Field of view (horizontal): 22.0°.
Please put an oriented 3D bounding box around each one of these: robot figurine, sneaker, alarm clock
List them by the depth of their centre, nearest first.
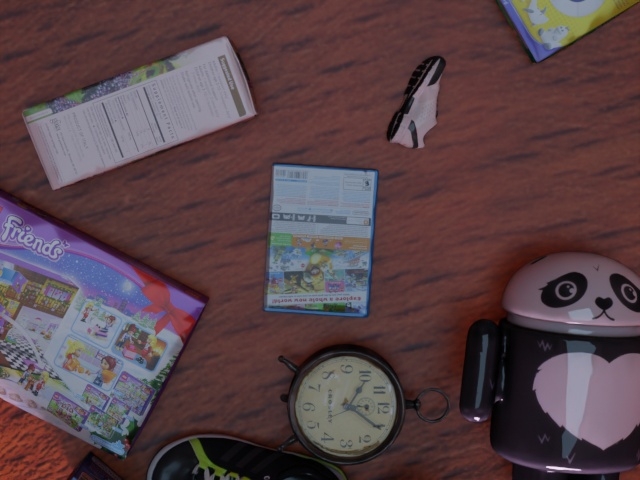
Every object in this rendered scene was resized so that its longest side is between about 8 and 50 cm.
[{"bbox_3d":[0.271,0.151,1.772,0.174,0.209,0.278,8,97,35],"label":"robot figurine"},{"bbox_3d":[0.113,-0.151,1.819,0.044,0.040,0.109,23,99,-18],"label":"sneaker"},{"bbox_3d":[-0.077,0.265,1.821,0.235,0.097,0.084,4,95,0],"label":"sneaker"},{"bbox_3d":[0.048,0.181,1.831,0.192,0.064,0.129,2,95,2],"label":"alarm clock"}]

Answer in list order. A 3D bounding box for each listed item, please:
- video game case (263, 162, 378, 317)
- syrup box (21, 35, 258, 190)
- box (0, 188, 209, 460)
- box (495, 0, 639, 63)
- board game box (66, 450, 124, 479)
[{"bbox_3d":[0.000,0.000,1.839,0.119,0.015,0.166,4,95,-1],"label":"video game case"},{"bbox_3d":[-0.191,-0.138,1.787,0.237,0.093,0.096,-21,94,2],"label":"syrup box"},{"bbox_3d":[-0.298,0.087,1.825,0.293,0.057,0.201,28,95,-2],"label":"box"},{"bbox_3d":[0.286,-0.282,1.801,0.179,0.043,0.105,-32,95,1],"label":"box"},{"bbox_3d":[-0.196,0.321,1.808,0.201,0.136,0.035,42,93,-3],"label":"board game box"}]
